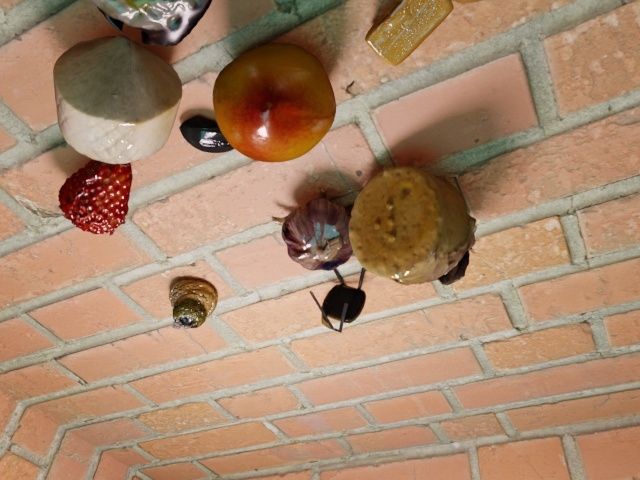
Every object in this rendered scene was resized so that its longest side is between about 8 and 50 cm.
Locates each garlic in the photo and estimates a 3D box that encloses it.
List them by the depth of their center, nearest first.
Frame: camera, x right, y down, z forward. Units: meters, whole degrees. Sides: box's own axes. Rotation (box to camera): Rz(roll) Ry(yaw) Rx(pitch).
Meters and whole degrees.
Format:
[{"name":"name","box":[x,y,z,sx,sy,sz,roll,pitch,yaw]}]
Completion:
[{"name":"garlic","box":[0.000,0.000,1.600,0.245,0.160,0.245,0,130,-1]}]

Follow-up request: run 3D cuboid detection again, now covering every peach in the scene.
[{"name":"peach","box":[-0.116,-0.312,1.265,0.289,0.308,0.289,7,133,8]}]

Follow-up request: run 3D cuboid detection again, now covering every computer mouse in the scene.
[{"name":"computer mouse","box":[-0.308,-0.285,1.483,0.172,0.057,0.099,12,138,-8]}]

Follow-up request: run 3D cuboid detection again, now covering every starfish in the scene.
[{"name":"starfish","box":[-0.002,-0.065,1.680,0.295,0.048,0.231,19,128,-20]}]

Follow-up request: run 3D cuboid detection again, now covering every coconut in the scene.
[{"name":"coconut","box":[-0.478,-0.349,1.283,0.328,0.329,0.329,3,135,3]}]

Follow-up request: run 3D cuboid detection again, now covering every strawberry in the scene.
[{"name":"strawberry","box":[-0.648,-0.147,1.584,0.205,0.205,0.244,32,109,-24]}]

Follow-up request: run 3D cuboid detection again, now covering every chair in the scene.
[{"name":"chair","box":[0.067,0.210,1.863,0.172,0.159,0.247,12,142,25]}]

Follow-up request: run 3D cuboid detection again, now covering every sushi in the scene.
[{"name":"sushi","box":[-0.322,-0.569,1.039,0.281,0.294,0.299,-17,132,17]}]

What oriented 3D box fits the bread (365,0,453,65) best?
[{"name":"bread","box":[0.197,-0.498,1.210,0.116,0.077,0.200,33,127,-23]}]

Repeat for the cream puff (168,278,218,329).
[{"name":"cream puff","box":[-0.477,0.251,1.956,0.183,0.169,0.183,2,136,2]}]

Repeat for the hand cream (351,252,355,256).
[{"name":"hand cream","box":[0.142,-0.012,1.716,0.086,0.055,0.235,3,143,2]}]

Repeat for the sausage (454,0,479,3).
[{"name":"sausage","box":[0.365,-0.568,1.092,0.241,0.120,0.136,-2,132,9]}]

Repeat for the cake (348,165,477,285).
[{"name":"cake","box":[0.292,-0.029,1.534,0.332,0.332,0.321,-34,148,32]}]
